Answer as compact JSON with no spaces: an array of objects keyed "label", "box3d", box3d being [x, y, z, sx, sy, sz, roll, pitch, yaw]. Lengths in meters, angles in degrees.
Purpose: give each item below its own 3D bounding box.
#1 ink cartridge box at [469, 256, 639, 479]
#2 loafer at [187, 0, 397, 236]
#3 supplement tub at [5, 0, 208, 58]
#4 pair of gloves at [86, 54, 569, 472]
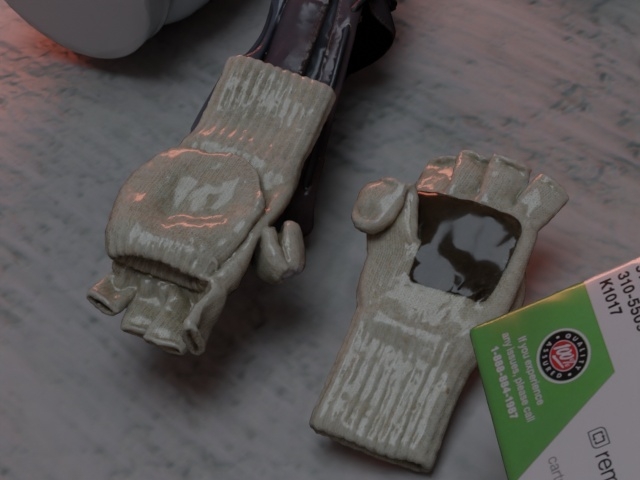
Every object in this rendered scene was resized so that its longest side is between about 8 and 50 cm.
[{"label":"ink cartridge box","box3d":[0.230,0.087,0.715,0.278,0.117,0.201,-25,42,13]},{"label":"loafer","box3d":[0.005,-0.123,1.063,0.095,0.109,0.303,22,60,10]},{"label":"supplement tub","box3d":[-0.116,-0.282,1.175,0.191,0.191,0.272,17,53,30]},{"label":"pair of gloves","box3d":[0.000,0.000,0.909,0.240,0.042,0.204,26,63,15]}]
